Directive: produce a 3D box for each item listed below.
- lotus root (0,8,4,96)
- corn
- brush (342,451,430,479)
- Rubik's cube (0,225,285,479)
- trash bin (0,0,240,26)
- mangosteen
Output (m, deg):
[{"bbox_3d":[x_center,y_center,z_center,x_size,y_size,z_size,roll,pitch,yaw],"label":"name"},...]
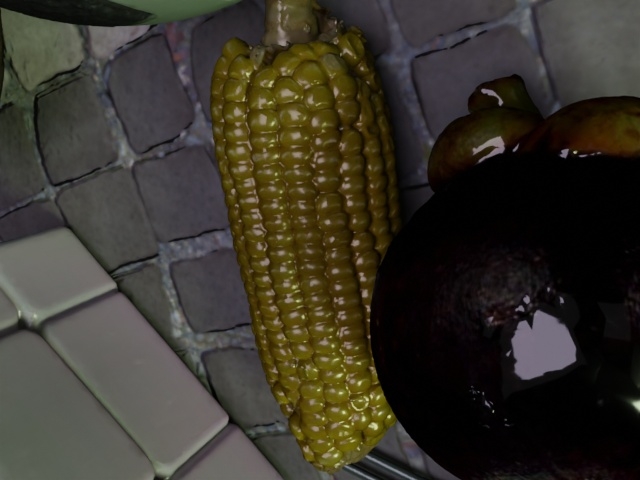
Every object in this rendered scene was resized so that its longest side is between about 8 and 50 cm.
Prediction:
[{"bbox_3d":[-0.342,-0.160,0.488,0.192,0.272,0.272,-27,91,50],"label":"lotus root"},{"bbox_3d":[0.000,0.000,0.486,0.119,0.119,0.322,-4,106,24],"label":"corn"},{"bbox_3d":[0.123,0.213,0.531,0.266,0.027,0.062,22,110,17],"label":"brush"},{"bbox_3d":[-0.276,0.226,0.547,0.319,0.316,0.322,48,115,6],"label":"Rubik's cube"},{"bbox_3d":[-0.103,-0.327,0.361,0.280,0.280,0.432,33,110,13],"label":"trash bin"},{"bbox_3d":[0.129,0.014,0.400,0.211,0.211,0.250,-15,66,26],"label":"mangosteen"}]
